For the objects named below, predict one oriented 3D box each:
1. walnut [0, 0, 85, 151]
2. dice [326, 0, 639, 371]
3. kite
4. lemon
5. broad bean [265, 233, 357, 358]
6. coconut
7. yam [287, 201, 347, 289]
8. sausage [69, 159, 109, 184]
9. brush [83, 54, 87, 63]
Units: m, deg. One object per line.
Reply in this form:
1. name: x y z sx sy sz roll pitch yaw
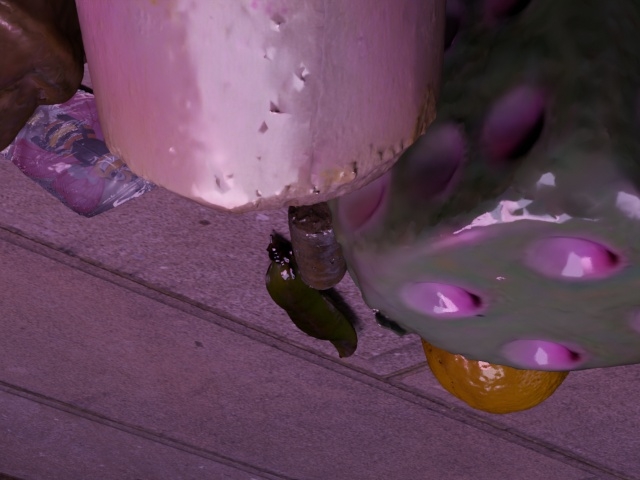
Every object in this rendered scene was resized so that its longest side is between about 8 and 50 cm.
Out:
1. walnut: -0.313 -0.211 1.020 0.253 0.282 0.277 9 164 12
2. dice: 0.211 -0.081 1.091 0.330 0.318 0.322 28 146 -34
3. kite: -0.332 -0.137 1.411 0.204 0.022 0.360 -34 133 29
4. lemon: 0.241 0.130 1.627 0.204 0.204 0.260 -6 158 25
5. broad bean: -0.021 0.090 1.765 0.077 0.061 0.339 -13 148 15
6. coconut: -0.047 -0.208 0.930 0.298 0.297 0.309 4 118 9
7. yam: 0.000 0.000 1.573 0.078 0.078 0.179 4 153 8
8. sausage: -0.319 -0.114 1.484 0.158 0.036 0.042 29 112 -35
9. brush: -0.353 -0.263 1.193 0.084 0.071 0.301 -29 129 27
